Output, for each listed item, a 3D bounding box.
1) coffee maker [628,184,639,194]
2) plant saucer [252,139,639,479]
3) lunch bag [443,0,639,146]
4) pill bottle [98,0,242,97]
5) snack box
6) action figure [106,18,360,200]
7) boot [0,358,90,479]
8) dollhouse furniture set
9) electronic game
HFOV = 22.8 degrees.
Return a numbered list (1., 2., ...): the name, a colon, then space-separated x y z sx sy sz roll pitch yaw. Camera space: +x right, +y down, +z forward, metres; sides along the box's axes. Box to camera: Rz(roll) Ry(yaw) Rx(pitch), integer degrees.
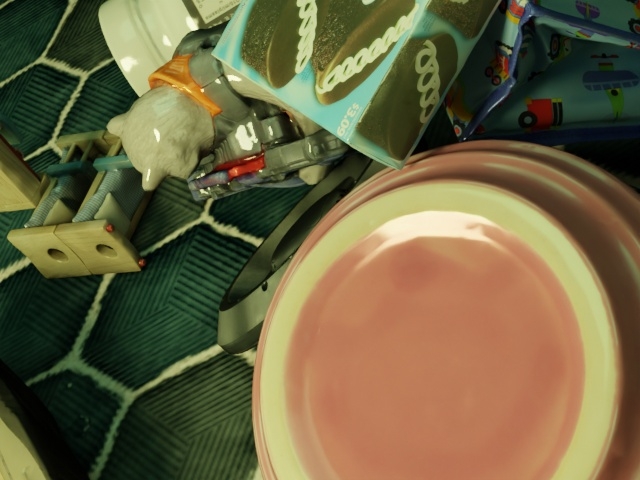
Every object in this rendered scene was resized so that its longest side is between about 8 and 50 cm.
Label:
1. coffee maker: 0.132 0.031 1.117 0.178 0.120 0.171 10 59 44
2. plant saucer: 0.086 0.092 1.012 0.332 0.084 0.332 -7 76 31
3. lunch bag: 0.223 -0.180 1.177 0.138 0.293 0.221 115 148 -43
4. pill bottle: -0.059 -0.237 1.496 0.278 0.162 0.162 -29 40 11
5. snack box: 0.067 -0.227 1.076 0.187 0.060 0.322 37 99 49
6. action figure: -0.038 -0.142 1.326 0.330 0.179 0.341 -33 9 -28
7. boot: -0.340 0.230 1.288 0.284 0.138 0.377 -42 44 -4
8. dollhouse furniture set: -0.235 -0.073 1.455 0.129 0.184 0.129 -5 49 35
9. electronic game: 0.000 0.000 1.244 0.229 0.048 0.229 -46 9 9
